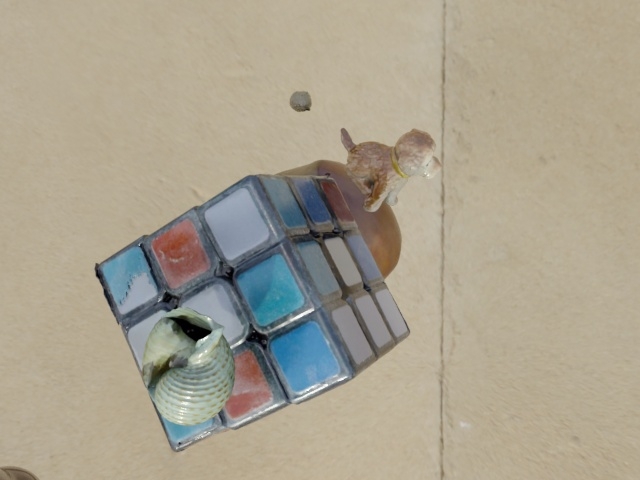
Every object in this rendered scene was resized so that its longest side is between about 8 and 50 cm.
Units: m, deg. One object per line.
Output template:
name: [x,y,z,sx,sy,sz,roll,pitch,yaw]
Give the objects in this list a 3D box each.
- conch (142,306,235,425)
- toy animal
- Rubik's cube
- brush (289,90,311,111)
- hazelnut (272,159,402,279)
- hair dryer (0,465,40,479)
conch: [-0.173,0.169,0.971,0.135,0.102,0.153,27,90,20]
toy animal: [0.124,-0.170,1.349,0.104,0.185,0.183,-27,84,-34]
Rubik's cube: [-0.099,0.111,1.238,0.359,0.362,0.363,-31,79,18]
brush: [-0.033,-0.277,1.442,0.042,0.299,0.039,-3,100,2]
hazelnut: [-0.005,-0.007,1.647,0.366,0.366,0.365,-2,80,9]
hair dryer: [-0.536,0.539,1.178,0.123,0.312,0.340,-1,65,-7]
